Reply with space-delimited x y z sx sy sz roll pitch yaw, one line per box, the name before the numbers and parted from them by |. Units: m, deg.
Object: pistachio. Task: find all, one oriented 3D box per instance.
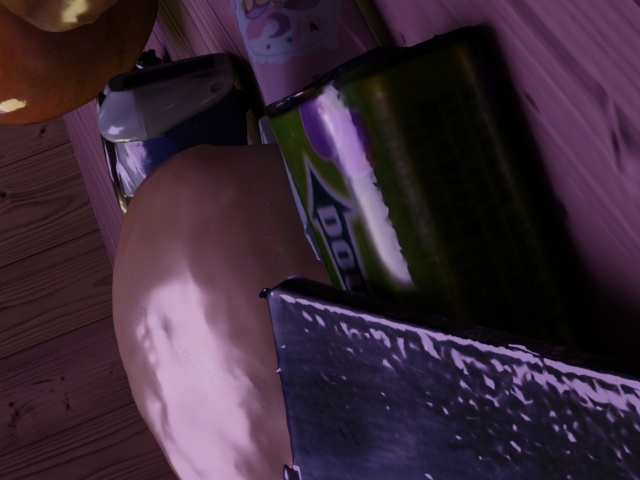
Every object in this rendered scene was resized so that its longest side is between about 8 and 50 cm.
pistachio | 0.001 0.079 0.995 0.299 0.187 0.187 62 170 10

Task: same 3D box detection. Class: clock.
clock | -0.092 -0.014 1.434 0.199 0.146 0.243 -132 26 -78

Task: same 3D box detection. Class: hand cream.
hand cream | -0.020 -0.131 0.988 0.058 0.085 0.331 106 146 -58

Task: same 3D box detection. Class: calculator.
calculator | 0.076 0.108 0.751 0.261 0.021 0.161 14 119 44

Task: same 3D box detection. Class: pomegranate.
pomegranate | -0.253 -0.230 1.630 0.270 0.229 0.252 -9 93 56

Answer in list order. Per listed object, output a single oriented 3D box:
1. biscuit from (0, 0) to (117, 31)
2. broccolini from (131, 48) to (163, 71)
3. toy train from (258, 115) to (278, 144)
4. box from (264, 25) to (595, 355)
biscuit | -0.222 -0.367 1.293 0.446 0.104 0.429 40 136 46
broccolini | -0.180 -0.129 1.970 0.074 0.078 0.392 57 177 2
toy train | 0.000 0.000 1.225 0.234 0.051 0.052 83 167 -56
box | 0.075 0.079 0.844 0.134 0.097 0.346 178 71 -77
